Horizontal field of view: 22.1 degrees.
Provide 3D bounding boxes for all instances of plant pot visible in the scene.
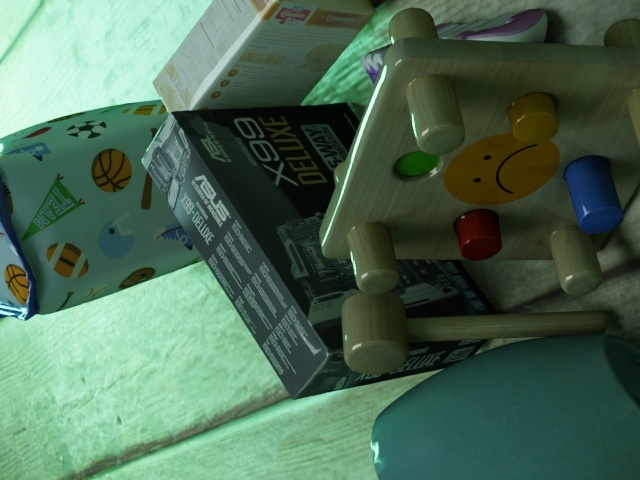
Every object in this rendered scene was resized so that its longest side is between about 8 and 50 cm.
[{"bbox_3d":[0.214,0.190,1.378,0.195,0.290,0.290,-46,62,21],"label":"plant pot"}]

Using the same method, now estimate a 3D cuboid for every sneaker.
[{"bbox_3d":[0.124,-0.141,1.479,0.236,0.095,0.104,5,119,59],"label":"sneaker"}]

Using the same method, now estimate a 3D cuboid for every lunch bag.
[{"bbox_3d":[-0.315,-0.041,2.074,0.385,0.328,0.238,5,110,58],"label":"lunch bag"}]

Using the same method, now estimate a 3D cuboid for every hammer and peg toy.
[{"bbox_3d":[0.140,-0.035,1.364,0.361,0.266,0.127,109,156,-51],"label":"hammer and peg toy"}]

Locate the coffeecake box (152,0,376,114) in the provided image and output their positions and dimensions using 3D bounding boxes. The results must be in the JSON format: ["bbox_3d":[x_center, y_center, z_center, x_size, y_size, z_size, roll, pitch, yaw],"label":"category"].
[{"bbox_3d":[-0.057,-0.193,1.641,0.185,0.142,0.068,-48,60,33],"label":"coffeecake box"}]

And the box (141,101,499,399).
[{"bbox_3d":[0.000,0.000,1.612,0.307,0.242,0.076,56,130,26],"label":"box"}]
